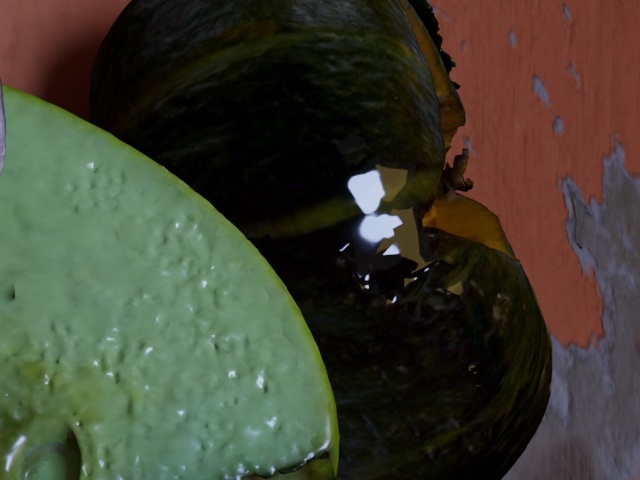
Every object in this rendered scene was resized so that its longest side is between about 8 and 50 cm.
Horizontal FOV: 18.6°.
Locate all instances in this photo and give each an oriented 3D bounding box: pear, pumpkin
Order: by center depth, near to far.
[{"bbox_3d":[-0.153,0.059,0.812,0.159,0.292,0.292,97,-2,-63],"label":"pear"},{"bbox_3d":[0.000,0.000,1.016,0.320,0.192,0.320,-23,90,-80],"label":"pumpkin"}]

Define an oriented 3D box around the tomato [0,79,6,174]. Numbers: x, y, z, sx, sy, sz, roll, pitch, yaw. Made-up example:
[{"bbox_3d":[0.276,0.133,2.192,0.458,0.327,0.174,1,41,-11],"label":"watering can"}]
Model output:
[{"bbox_3d":[-0.280,-0.052,0.665,0.338,0.143,0.338,17,62,-35],"label":"tomato"}]
